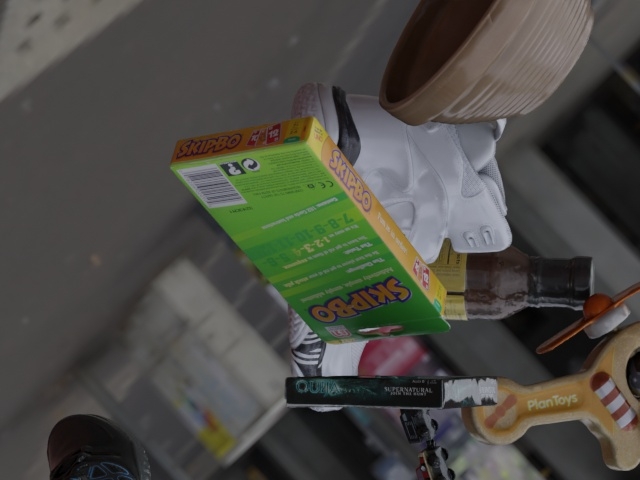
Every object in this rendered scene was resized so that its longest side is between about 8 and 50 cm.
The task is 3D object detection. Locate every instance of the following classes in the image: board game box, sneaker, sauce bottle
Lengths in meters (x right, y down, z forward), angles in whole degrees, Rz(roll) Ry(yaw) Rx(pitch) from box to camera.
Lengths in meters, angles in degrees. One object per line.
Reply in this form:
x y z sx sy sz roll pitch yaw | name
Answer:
0.000 0.000 1.401 0.124 0.259 0.039 -8 -132 29 | board game box
-0.288 0.319 2.231 0.125 0.140 0.341 -47 -141 9 | sneaker
0.182 0.052 2.296 0.111 0.344 0.111 4 90 -78 | sauce bottle
0.073 0.017 1.719 0.137 0.210 0.366 -92 -178 -57 | sneaker
0.060 0.121 1.413 0.126 0.026 0.186 -1 176 18 | board game box

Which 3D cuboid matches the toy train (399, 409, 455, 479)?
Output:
0.111 0.229 1.742 0.036 0.158 0.027 -13 -168 34 | toy train

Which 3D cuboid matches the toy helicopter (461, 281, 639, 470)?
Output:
0.334 0.172 2.179 0.355 0.235 0.140 -7 176 -23 | toy helicopter

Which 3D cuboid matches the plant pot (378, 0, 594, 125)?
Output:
0.162 -0.185 1.552 0.237 0.110 0.237 -52 -166 19 | plant pot
